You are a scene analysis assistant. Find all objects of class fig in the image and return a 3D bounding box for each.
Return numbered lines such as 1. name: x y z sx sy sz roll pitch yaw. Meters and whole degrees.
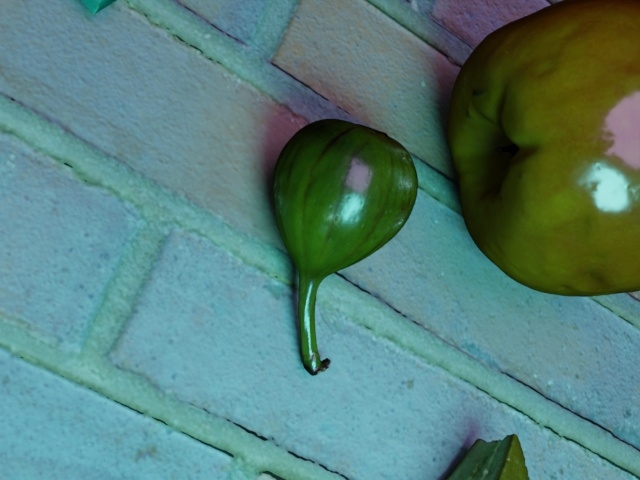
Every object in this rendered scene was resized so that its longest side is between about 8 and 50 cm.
1. fig: 0.000 0.000 0.894 0.151 0.151 0.259 22 94 -23

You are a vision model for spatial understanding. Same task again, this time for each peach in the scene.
1. peach: 0.313 -0.106 0.961 0.301 0.343 0.343 -5 79 -12

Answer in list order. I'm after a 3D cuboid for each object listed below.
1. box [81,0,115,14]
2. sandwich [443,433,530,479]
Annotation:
1. box: -0.207 -0.357 0.892 0.161 0.042 0.226 48 56 -9
2. sandwich: 0.157 0.323 0.874 0.128 0.122 0.236 5 72 -32
